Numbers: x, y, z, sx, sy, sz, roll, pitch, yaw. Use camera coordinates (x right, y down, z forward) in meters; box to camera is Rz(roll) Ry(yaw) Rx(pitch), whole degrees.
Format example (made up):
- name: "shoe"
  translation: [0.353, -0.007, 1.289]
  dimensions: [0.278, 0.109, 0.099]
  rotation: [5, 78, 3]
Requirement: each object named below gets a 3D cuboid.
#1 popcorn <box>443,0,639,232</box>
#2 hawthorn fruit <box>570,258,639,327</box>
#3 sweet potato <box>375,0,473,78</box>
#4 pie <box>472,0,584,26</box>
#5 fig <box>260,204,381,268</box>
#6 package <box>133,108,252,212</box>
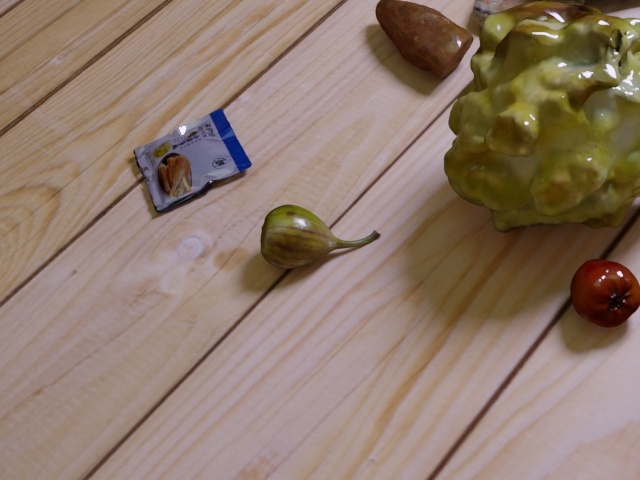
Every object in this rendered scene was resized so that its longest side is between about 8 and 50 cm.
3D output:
- name: "popcorn"
  translation: [0.297, -0.147, 1.133]
  dimensions: [0.312, 0.312, 0.312]
  rotation: [-9, 47, 10]
- name: "hawthorn fruit"
  translation: [0.343, 0.059, 1.084]
  dimensions: [0.081, 0.081, 0.093]
  rotation: [-19, 17, 2]
- name: "sweet potato"
  translation: [0.166, -0.348, 1.498]
  dimensions: [0.097, 0.097, 0.251]
  rotation: [-32, 43, -11]
- name: "pie"
  translation: [0.363, -0.429, 1.523]
  dimensions: [0.185, 0.052, 0.218]
  rotation: [11, 52, 28]
- name: "fig"
  translation: [-0.005, -0.009, 1.245]
  dimensions: [0.166, 0.093, 0.093]
  rotation: [-4, 49, 14]
- name: "package"
  translation: [-0.214, -0.135, 1.467]
  dimensions: [0.173, 0.027, 0.171]
  rotation: [-28, 47, -3]
